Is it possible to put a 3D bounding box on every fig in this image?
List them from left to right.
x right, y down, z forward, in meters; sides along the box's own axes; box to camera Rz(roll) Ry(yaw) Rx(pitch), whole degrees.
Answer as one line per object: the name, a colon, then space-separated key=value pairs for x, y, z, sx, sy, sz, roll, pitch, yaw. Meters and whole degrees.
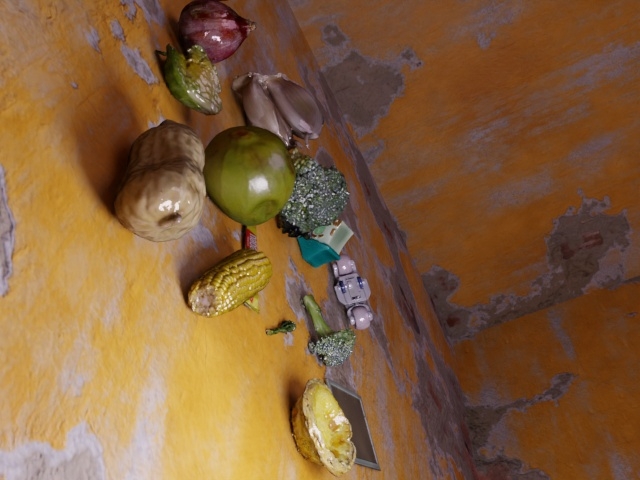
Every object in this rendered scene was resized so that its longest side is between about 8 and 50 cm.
fig: x=-0.146 y=-0.136 z=1.595 sx=0.230 sy=0.207 sz=0.207 roll=59 pitch=17 yaw=-29

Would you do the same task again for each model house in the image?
model house: x=0.000 y=0.000 z=2.105 sx=0.127 sy=0.149 sz=0.100 roll=25 pitch=-8 yaw=31

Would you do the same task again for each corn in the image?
corn: x=-0.164 y=0.074 z=1.422 sx=0.310 sy=0.102 sz=0.101 roll=-30 pitch=98 yaw=-76

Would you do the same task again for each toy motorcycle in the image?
toy motorcycle: x=0.097 y=0.165 z=2.300 sx=0.112 sy=0.112 sz=0.254 roll=39 pitch=31 yaw=-63

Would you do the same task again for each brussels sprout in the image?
brussels sprout: x=-0.288 y=-0.354 z=1.625 sx=0.181 sy=0.101 sz=0.139 roll=67 pitch=24 yaw=-10

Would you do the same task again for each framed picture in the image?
framed picture: x=0.084 y=0.482 z=1.900 sx=0.274 sy=0.017 sz=0.217 roll=45 pitch=27 yaw=-58

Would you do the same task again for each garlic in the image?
garlic: x=-0.109 y=-0.356 z=2.052 sx=0.292 sy=0.210 sz=0.237 roll=58 pitch=1 yaw=8

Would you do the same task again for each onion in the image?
onion: x=-0.251 y=-0.516 z=1.797 sx=0.159 sy=0.195 sz=0.159 roll=170 pitch=-90 yaw=-86

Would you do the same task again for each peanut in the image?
peanut: x=-0.264 y=-0.091 z=1.237 sx=0.291 sy=0.143 sz=0.159 roll=-100 pitch=-164 yaw=-57

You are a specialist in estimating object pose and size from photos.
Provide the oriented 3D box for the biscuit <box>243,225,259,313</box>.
biscuit: x=-0.158 y=0.046 z=1.641 sx=0.048 sy=0.026 sz=0.292 roll=34 pitch=32 yaw=-32

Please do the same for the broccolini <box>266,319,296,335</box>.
broccolini: x=-0.092 y=0.198 z=1.665 sx=0.035 sy=0.030 sz=0.140 roll=62 pitch=17 yaw=12

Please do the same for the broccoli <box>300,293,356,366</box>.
broccoli: x=0.009 y=0.226 z=1.887 sx=0.204 sy=0.122 sz=0.118 roll=58 pitch=-5 yaw=20

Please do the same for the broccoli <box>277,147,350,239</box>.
broccoli: x=-0.074 y=-0.130 z=1.976 sx=0.243 sy=0.263 sz=0.246 roll=48 pitch=-40 yaw=46

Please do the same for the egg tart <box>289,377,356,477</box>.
egg tart: x=-0.002 y=0.401 z=1.555 sx=0.212 sy=0.090 sz=0.212 roll=60 pitch=14 yaw=-25
